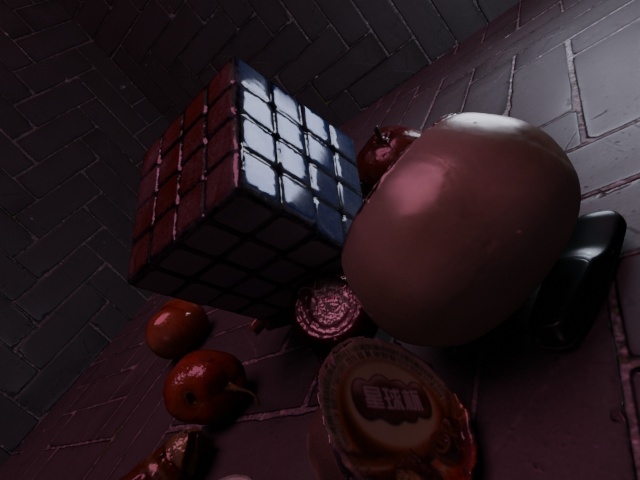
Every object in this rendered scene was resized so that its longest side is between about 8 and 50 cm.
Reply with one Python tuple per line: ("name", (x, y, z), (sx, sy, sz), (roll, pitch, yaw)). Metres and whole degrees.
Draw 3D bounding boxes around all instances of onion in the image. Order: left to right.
("onion", (0.030, 0.160, 0.801), (0.173, 0.135, 0.198), (-3, 76, 32))

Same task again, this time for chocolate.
("chocolate", (0.062, 0.236, 0.505), (0.221, 0.221, 0.147), (-73, 9, -58))

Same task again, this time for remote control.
("remote control", (0.325, 0.043, 0.563), (0.222, 0.042, 0.072), (-51, 18, -26))

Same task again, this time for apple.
("apple", (-0.474, 0.287, 1.451), (0.209, 0.164, 0.209), (-38, 15, 12))

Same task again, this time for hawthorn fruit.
("hawthorn fruit", (-0.196, 0.294, 0.900), (0.285, 0.165, 0.165), (-18, 28, 39))
("hawthorn fruit", (0.185, -0.178, 1.081), (0.215, 0.249, 0.215), (-20, 49, 25))

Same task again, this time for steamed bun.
("steamed bun", (0.190, -0.001, 0.581), (0.324, 0.206, 0.324), (-42, -23, -22))

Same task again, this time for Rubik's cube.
("Rubik's cube", (-0.139, -0.073, 0.893), (0.343, 0.337, 0.345), (-31, 49, 33))

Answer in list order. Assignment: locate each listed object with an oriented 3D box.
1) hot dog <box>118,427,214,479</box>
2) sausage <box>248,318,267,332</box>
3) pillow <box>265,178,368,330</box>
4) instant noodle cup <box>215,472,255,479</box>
("hot dog", (-0.293, 0.445, 0.827), (0.213, 0.103, 0.146), (-37, -5, -16))
("sausage", (-0.135, 0.187, 1.193), (0.147, 0.035, 0.030), (-44, 50, -16))
("pillow", (-0.006, 0.039, 1.032), (0.305, 0.108, 0.308), (-25, 49, 32))
("instant noodle cup", (-0.032, 0.320, 0.377), (0.193, 0.212, 0.193), (-37, 18, 15))
